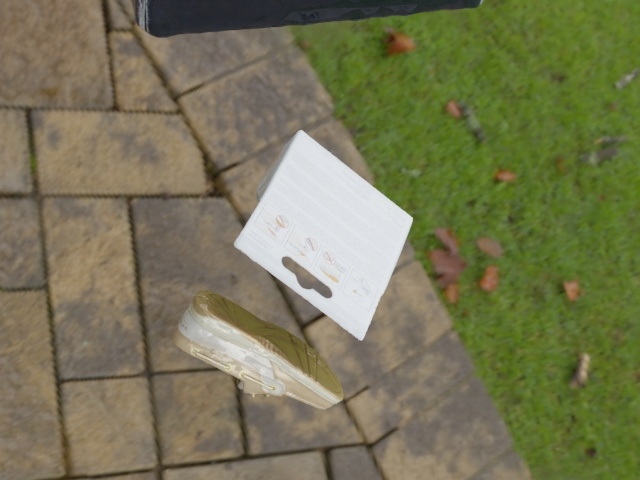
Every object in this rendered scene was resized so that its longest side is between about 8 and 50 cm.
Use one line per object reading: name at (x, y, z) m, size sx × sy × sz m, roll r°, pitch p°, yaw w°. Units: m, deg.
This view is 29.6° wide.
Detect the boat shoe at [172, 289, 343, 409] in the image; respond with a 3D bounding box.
boat shoe at (-0.057, 0.108, 1.085) m, size 0.170 × 0.059 × 0.063 m, roll 34°, pitch 19°, yaw -20°

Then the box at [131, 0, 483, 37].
box at (-0.026, -0.363, 0.668) m, size 0.212 × 0.293 × 0.395 m, roll -7°, pitch 59°, yaw -12°

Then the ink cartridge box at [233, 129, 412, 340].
ink cartridge box at (0.000, 0.000, 1.108) m, size 0.145 × 0.045 × 0.179 m, roll 37°, pitch 44°, yaw -10°
